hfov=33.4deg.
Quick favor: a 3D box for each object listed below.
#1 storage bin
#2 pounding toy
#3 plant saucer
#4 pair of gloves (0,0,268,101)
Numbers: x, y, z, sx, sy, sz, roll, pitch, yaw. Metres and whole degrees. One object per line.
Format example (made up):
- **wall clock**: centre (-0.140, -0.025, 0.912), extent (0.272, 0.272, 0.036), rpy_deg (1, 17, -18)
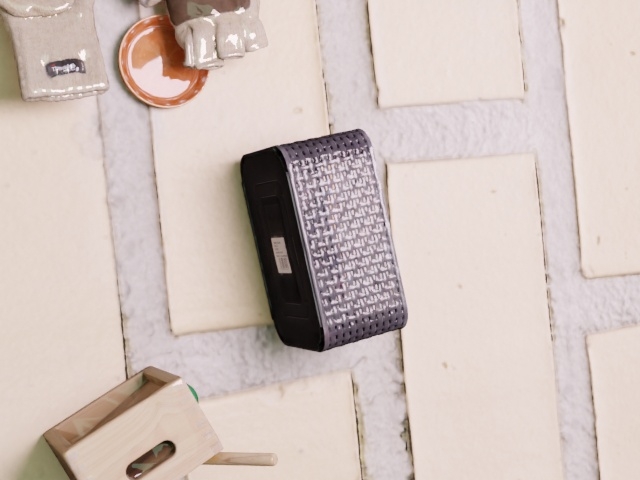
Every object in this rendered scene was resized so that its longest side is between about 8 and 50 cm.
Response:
- **storage bin**: centre (0.000, 0.000, 0.947), extent (0.084, 0.122, 0.180), rpy_deg (-13, 94, -22)
- **pounding toy**: centre (-0.135, 0.172, 0.884), extent (0.141, 0.130, 0.100), rpy_deg (-32, 101, -20)
- **plant saucer**: centre (-0.140, -0.159, 0.952), extent (0.084, 0.013, 0.083), rpy_deg (0, 89, -23)
- **pair of gloves**: centre (-0.168, -0.231, 0.919), extent (0.240, 0.042, 0.204), rpy_deg (-18, 88, -22)
